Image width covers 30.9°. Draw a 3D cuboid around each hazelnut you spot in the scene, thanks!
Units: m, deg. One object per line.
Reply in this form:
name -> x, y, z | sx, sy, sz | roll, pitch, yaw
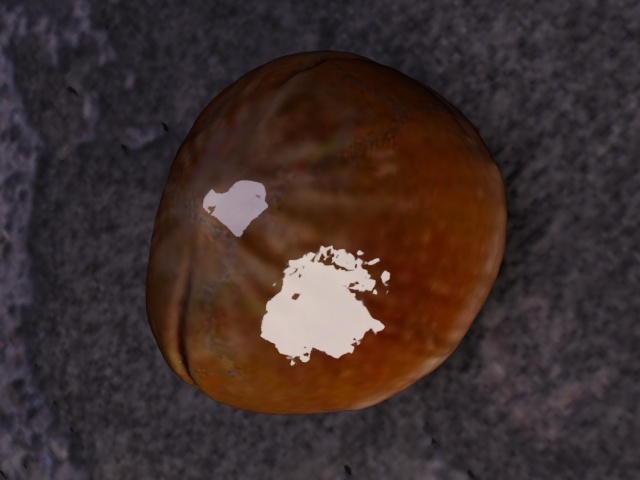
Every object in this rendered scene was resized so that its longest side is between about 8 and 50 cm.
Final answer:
hazelnut -> 0.000, 0.000, 0.459 | 0.150, 0.150, 0.150 | -1, 87, 22
